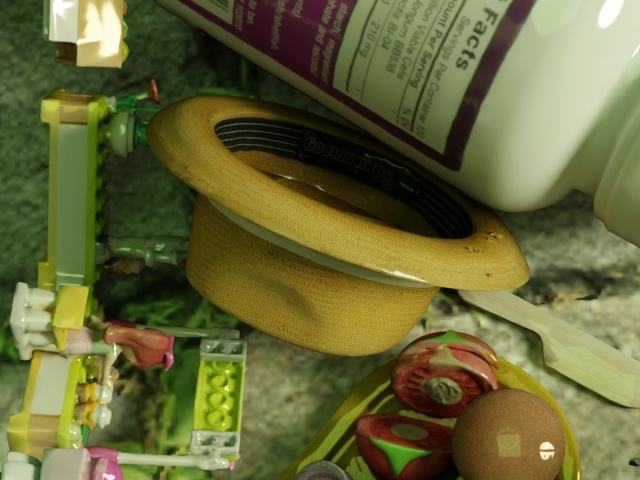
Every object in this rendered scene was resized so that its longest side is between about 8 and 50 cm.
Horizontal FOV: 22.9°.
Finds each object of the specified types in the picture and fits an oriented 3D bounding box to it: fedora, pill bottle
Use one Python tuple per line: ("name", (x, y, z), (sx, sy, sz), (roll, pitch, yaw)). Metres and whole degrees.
("fedora", (0.000, 0.000, 0.740), (0.194, 0.194, 0.079), (29, 109, 14))
("pill bottle", (0.071, -0.118, 0.751), (0.301, 0.169, 0.169), (33, 80, 15))

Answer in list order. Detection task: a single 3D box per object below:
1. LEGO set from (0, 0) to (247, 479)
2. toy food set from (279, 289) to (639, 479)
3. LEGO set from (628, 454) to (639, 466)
("LEGO set", (-0.086, 0.011, 0.762), (0.107, 0.132, 0.287), (3, 67, -1))
("toy food set", (0.054, 0.110, 0.735), (0.128, 0.071, 0.218), (36, 80, 16))
("LEGO set", (0.185, 0.165, 0.565), (0.331, 0.255, 0.192), (32, 119, 48))
